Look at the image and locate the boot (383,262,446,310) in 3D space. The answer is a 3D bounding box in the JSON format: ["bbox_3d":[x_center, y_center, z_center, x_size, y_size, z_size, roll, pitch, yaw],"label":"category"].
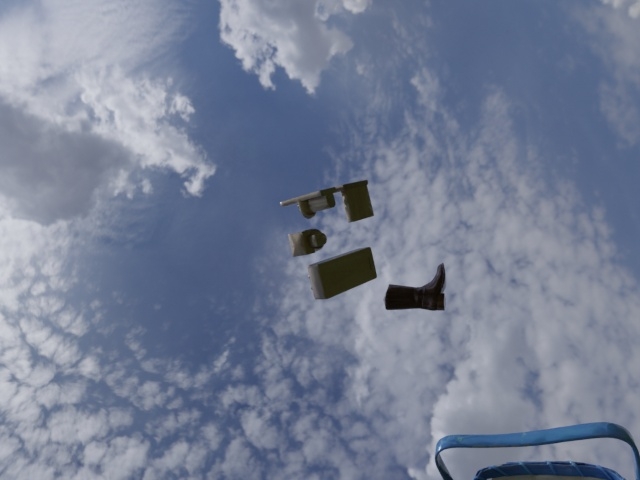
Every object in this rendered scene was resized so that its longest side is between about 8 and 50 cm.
[{"bbox_3d":[0.173,0.084,0.816,0.107,0.114,0.037,-71,-31,-42],"label":"boot"}]

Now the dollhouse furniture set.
[{"bbox_3d":[0.000,0.000,0.693,0.144,0.123,0.152,-17,-85,-42],"label":"dollhouse furniture set"}]

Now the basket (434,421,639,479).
[{"bbox_3d":[0.326,0.389,0.623,0.289,0.254,0.201,67,-153,-9],"label":"basket"}]
